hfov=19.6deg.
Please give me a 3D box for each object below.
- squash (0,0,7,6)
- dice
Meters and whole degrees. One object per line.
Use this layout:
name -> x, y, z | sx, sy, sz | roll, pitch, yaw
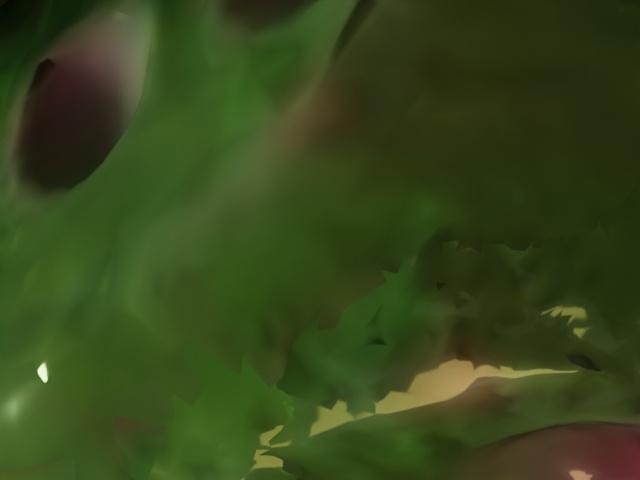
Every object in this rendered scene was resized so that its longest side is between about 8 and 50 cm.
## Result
squash -> -0.123, -0.185, 0.472 | 0.309, 0.310, 0.310 | -22, 145, 20
dice -> 0.046, -0.012, 0.612 | 0.322, 0.318, 0.330 | -33, 135, 31
